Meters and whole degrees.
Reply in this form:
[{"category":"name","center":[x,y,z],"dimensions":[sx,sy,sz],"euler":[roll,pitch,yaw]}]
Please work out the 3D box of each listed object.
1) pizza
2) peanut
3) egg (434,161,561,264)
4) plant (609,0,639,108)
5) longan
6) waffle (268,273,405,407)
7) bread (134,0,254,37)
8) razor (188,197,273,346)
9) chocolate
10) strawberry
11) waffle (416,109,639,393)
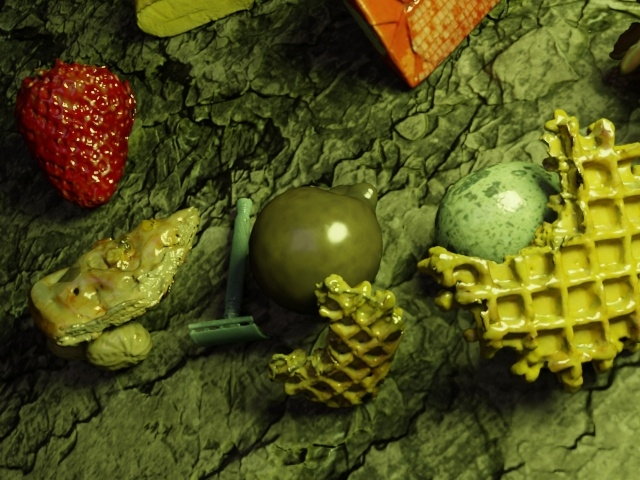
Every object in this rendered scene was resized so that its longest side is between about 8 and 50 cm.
[{"category":"pizza","center":[-0.304,0.046,1.099],"dimensions":[0.297,0.071,0.189],"euler":[-30,39,-11]},{"category":"peanut","center":[-0.342,0.154,1.108],"dimensions":[0.187,0.082,0.082],"euler":[7,71,29]},{"category":"egg","center":[0.221,-0.028,0.881],"dimensions":[0.172,0.132,0.132],"euler":[-30,57,-4]},{"category":"plant","center":[0.441,-0.219,0.824],"dimensions":[0.234,0.204,0.178],"euler":[7,62,18]},{"category":"longan","center":[0.000,0.000,0.961],"dimensions":[0.204,0.159,0.185],"euler":[-46,56,-9]},{"category":"waffle","center":[0.020,0.131,0.894],"dimensions":[0.149,0.194,0.051],"euler":[15,32,-5]},{"category":"bread","center":[-0.230,-0.452,1.312],"dimensions":[0.245,0.102,0.094],"euler":[-13,65,23]},{"category":"razor","center":[-0.120,0.041,1.069],"dimensions":[0.106,0.068,0.232],"euler":[-9,58,22]},{"category":"chocolate","center":[0.139,-0.384,1.025],"dimensions":[0.237,0.235,0.108],"euler":[-46,45,2]},{"category":"strawberry","center":[-0.413,-0.173,1.251],"dimensions":[0.205,0.205,0.244],"euler":[-19,83,18]},{"category":"waffle","center":[0.278,0.022,0.791],"dimensions":[0.260,0.069,0.293],"euler":[41,86,-8]}]
